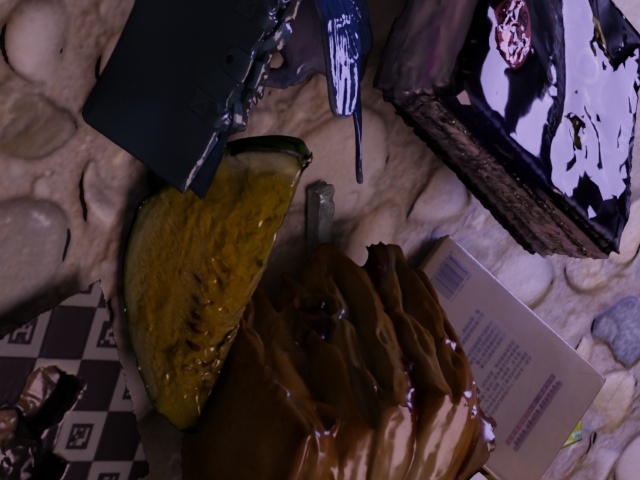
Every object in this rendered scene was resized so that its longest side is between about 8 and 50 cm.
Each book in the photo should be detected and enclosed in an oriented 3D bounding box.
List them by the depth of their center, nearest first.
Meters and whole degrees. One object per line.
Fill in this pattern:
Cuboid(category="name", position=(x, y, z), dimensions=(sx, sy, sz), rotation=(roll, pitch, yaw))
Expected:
Cuboid(category="book", position=(0.159, 0.125, 1.936), dimensions=(0.231, 0.026, 0.161), rotation=(42, 71, -15))

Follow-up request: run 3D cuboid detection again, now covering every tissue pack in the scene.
Cuboid(category="tissue pack", position=(0.192, -0.153, 1.774), dimensions=(0.332, 0.123, 0.245), rotation=(42, 59, -48))

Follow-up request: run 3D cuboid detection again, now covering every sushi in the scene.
Cuboid(category="sushi", position=(-0.267, 0.165, 1.660), dimensions=(0.231, 0.047, 0.219), rotation=(-32, 131, -29))

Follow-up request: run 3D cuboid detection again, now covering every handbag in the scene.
Cuboid(category="handbag", position=(-0.087, -0.157, 1.530), dimensions=(0.057, 0.144, 0.221), rotation=(15, 107, -46))

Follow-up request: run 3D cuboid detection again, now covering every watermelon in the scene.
Cuboid(category="watermelon", position=(-0.087, 0.016, 1.658), dimensions=(0.123, 0.129, 0.301), rotation=(-9, 136, -40))

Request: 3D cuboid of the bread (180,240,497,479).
Cuboid(category="bread", position=(-0.024, 0.200, 1.733), dimensions=(0.191, 0.314, 0.370), rotation=(18, 112, -26))

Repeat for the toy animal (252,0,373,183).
Cuboid(category="toy animal", position=(0.005, -0.178, 1.598), dimensions=(0.176, 0.239, 0.255), rotation=(-31, 97, 14))

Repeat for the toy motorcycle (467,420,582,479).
Cuboid(category="toy motorcycle", position=(0.118, 0.233, 1.995), dimensions=(0.342, 0.142, 0.206), rotation=(-31, 132, -23))

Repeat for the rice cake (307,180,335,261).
Cuboid(category="rice cake", position=(0.000, 0.000, 1.815), dimensions=(0.022, 0.021, 0.121), rotation=(-31, 135, -39))
